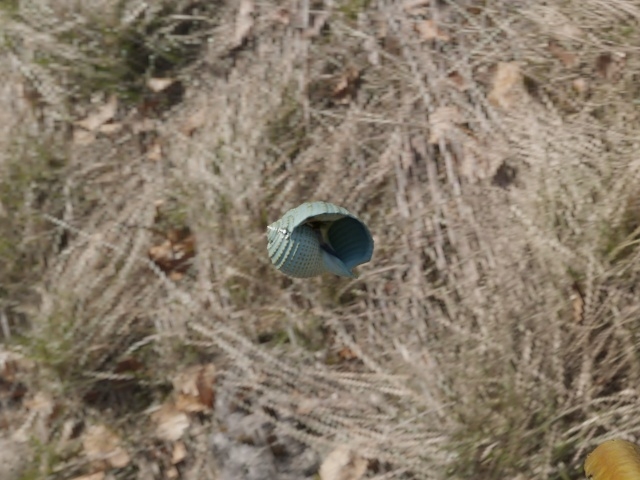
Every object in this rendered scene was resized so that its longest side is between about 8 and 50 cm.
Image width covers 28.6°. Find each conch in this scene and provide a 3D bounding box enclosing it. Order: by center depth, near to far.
[{"bbox_3d":[-0.002,-0.003,1.033,0.076,0.085,0.056,-57,39,26],"label":"conch"}]

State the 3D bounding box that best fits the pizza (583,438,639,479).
[{"bbox_3d":[0.210,0.195,0.671,0.062,0.188,0.199,-29,91,10],"label":"pizza"}]
